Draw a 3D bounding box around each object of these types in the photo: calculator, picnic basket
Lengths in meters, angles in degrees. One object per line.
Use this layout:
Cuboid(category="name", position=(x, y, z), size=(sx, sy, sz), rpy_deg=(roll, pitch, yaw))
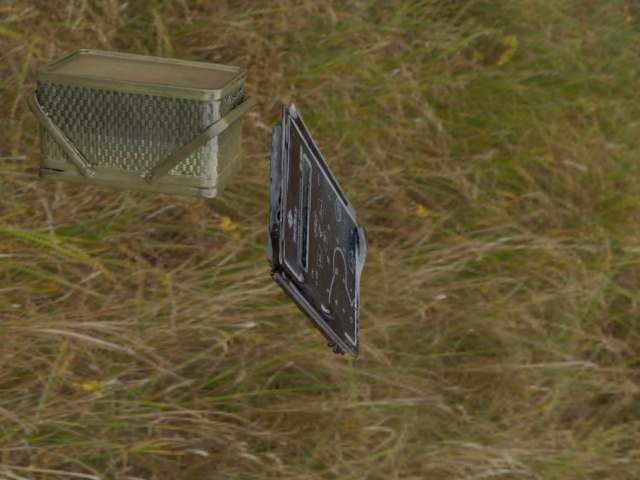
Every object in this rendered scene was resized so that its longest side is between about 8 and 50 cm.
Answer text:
Cuboid(category="calculator", position=(0.001, 0.000, 0.985), size=(0.274, 0.028, 0.166), rpy_deg=(54, 36, -63))
Cuboid(category="picnic basket", position=(-0.225, -0.155, 1.348), size=(0.165, 0.266, 0.139), rpy_deg=(-65, 161, -68))
